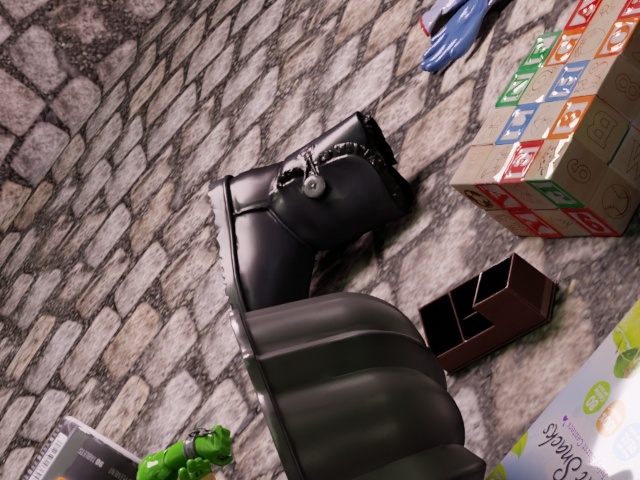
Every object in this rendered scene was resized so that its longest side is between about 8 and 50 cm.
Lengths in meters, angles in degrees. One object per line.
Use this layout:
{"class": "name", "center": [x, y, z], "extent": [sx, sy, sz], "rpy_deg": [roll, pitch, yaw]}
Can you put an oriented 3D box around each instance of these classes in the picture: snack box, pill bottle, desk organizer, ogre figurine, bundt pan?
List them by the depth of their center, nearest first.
{"class": "snack box", "center": [0.216, 0.149, 1.160], "extent": [0.207, 0.070, 0.174], "rpy_deg": [-52, 21, 9]}
{"class": "bundt pan", "center": [0.051, 0.180, 1.181], "extent": [0.124, 0.330, 0.331], "rpy_deg": [-21, 22, -4]}
{"class": "desk organizer", "center": [0.140, 0.064, 1.483], "extent": [0.130, 0.050, 0.047], "rpy_deg": [-34, 28, 42]}
{"class": "ogre figurine", "center": [-0.155, 0.286, 1.717], "extent": [0.118, 0.097, 0.197], "rpy_deg": [-7, 81, 47]}
{"class": "pill bottle", "center": [-0.295, 0.329, 1.888], "extent": [0.245, 0.130, 0.130], "rpy_deg": [-58, 21, -9]}

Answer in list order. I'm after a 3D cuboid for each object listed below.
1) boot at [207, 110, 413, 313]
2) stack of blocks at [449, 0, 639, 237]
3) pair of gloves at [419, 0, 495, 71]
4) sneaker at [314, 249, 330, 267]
{"class": "boot", "center": [0.000, 0.000, 1.802], "extent": [0.207, 0.094, 0.246], "rpy_deg": [-23, 62, 18]}
{"class": "stack of blocks", "center": [0.257, -0.149, 1.516], "extent": [0.297, 0.087, 0.171], "rpy_deg": [-59, 21, -13]}
{"class": "pair of gloves", "center": [0.172, -0.275, 1.990], "extent": [0.159, 0.023, 0.198], "rpy_deg": [-46, 21, 24]}
{"class": "sneaker", "center": [-0.053, -0.010, 1.962], "extent": [0.092, 0.088, 0.225], "rpy_deg": [-60, 21, -13]}
